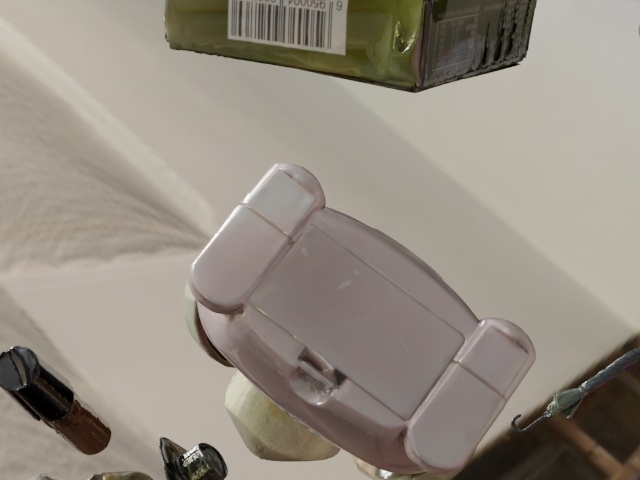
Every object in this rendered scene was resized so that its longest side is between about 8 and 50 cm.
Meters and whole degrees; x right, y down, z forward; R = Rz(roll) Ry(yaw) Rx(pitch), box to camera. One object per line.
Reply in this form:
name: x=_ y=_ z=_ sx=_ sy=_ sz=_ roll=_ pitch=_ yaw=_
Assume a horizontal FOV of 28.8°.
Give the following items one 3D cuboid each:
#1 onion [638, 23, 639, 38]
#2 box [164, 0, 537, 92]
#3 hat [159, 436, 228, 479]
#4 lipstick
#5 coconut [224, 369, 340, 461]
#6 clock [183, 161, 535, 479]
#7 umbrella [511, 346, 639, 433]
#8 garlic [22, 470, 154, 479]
onion: x=0.486 y=-0.303 z=1.712 sx=0.097 sy=0.107 sz=0.107 roll=55 pitch=-157 yaw=12
box: x=0.053 y=-0.317 z=1.696 sx=0.373 sy=0.138 sz=0.420 roll=14 pitch=-162 yaw=25
hat: x=-0.146 y=0.276 z=1.510 sx=0.121 sy=0.050 sz=0.121 roll=42 pitch=-164 yaw=-15
lipstick: x=-0.395 y=0.253 z=1.885 sx=0.077 sy=0.077 sz=0.418 roll=42 pitch=168 yaw=20
coconut: x=-0.050 y=0.290 z=2.257 sx=0.237 sy=0.266 sz=0.237 roll=21 pitch=-155 yaw=-10
clock: x=0.021 y=0.100 z=1.180 sx=0.342 sy=0.184 sz=0.326 roll=42 pitch=168 yaw=5
umbrella: x=0.404 y=0.218 z=1.835 sx=0.044 sy=0.269 sz=0.044 roll=61 pitch=-175 yaw=12
garlic: x=-0.335 y=0.429 z=1.840 sx=0.279 sy=0.132 sz=0.325 roll=13 pitch=-174 yaw=-8
